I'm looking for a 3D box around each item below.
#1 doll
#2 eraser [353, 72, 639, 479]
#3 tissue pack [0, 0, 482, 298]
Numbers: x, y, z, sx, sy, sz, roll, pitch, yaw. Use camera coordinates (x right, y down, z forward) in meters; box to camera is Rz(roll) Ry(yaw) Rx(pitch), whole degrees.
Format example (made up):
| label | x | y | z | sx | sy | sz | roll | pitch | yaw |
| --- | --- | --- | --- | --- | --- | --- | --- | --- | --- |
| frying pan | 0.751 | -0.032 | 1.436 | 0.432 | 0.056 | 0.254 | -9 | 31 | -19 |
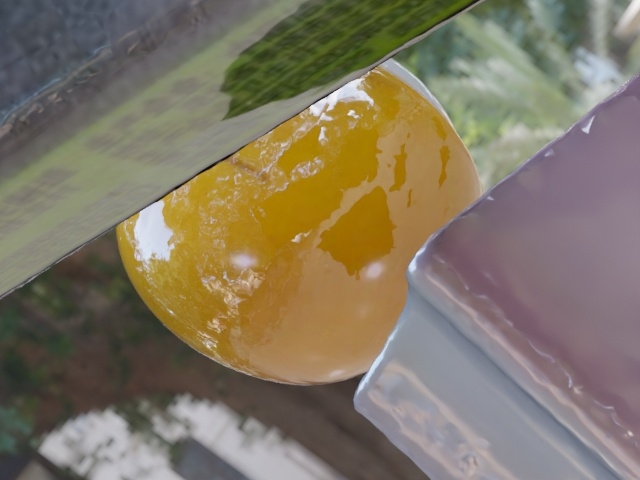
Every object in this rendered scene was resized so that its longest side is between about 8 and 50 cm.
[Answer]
| label | x | y | z | sx | sy | sz | roll | pitch | yaw |
| --- | --- | --- | --- | --- | --- | --- | --- | --- | --- |
| doll | 0.000 | 0.000 | 1.126 | 0.213 | 0.213 | 0.236 | -53 | -43 | -15 |
| eraser | 0.232 | 0.082 | 0.698 | 0.272 | 0.359 | 0.122 | -35 | -20 | -35 |
| tissue pack | -0.109 | -0.146 | 0.593 | 0.394 | 0.288 | 0.124 | -31 | -13 | 19 |
